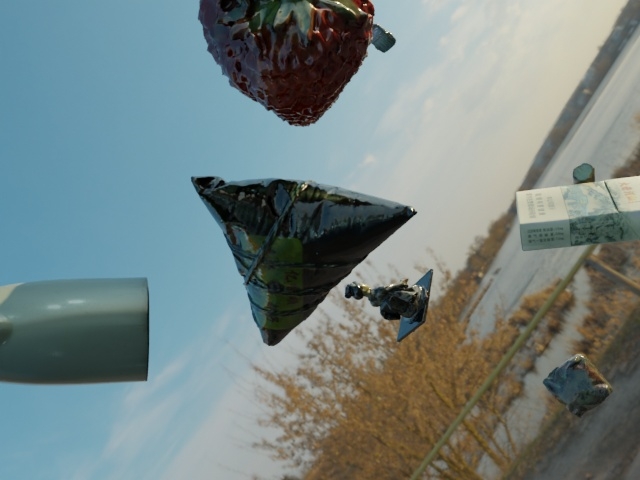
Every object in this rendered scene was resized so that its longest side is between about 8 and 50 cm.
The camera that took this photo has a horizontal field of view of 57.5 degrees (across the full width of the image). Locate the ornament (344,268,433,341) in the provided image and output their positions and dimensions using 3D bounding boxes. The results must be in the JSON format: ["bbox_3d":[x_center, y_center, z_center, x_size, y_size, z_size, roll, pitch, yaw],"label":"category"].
[{"bbox_3d":[0.157,0.130,1.449,0.166,0.196,0.153,123,164,-56],"label":"ornament"}]

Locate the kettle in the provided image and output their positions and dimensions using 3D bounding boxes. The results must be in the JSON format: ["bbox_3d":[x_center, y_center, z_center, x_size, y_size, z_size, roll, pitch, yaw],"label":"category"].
[{"bbox_3d":[-0.389,0.142,0.892,0.221,0.237,0.161,152,116,-68],"label":"kettle"}]

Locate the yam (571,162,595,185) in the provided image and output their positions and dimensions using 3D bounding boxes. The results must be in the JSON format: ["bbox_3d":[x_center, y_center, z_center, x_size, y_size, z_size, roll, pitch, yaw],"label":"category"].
[{"bbox_3d":[0.620,-0.111,1.374,0.061,0.061,0.274,-57,-31,0],"label":"yam"}]

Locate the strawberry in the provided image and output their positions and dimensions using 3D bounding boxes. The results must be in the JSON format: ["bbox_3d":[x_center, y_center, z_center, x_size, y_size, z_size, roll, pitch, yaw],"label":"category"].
[{"bbox_3d":[-0.054,-0.344,0.991,0.267,0.312,0.351,-35,-13,-4],"label":"strawberry"}]

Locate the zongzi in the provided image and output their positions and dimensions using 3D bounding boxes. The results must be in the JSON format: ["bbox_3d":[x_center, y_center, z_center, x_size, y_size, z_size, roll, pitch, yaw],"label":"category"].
[{"bbox_3d":[0.000,0.000,1.068,0.383,0.363,0.318,70,-152,-57],"label":"zongzi"}]

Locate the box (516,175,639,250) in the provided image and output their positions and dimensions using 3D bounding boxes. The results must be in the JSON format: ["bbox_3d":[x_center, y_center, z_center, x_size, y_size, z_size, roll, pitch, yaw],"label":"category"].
[{"bbox_3d":[0.539,-0.056,1.195,0.164,0.257,0.069,-64,-37,-58],"label":"box"}]

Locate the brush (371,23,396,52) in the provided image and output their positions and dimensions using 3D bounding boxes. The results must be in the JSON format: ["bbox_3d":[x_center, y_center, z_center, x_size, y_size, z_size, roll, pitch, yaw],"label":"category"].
[{"bbox_3d":[0.124,-0.599,1.619,0.070,0.196,0.021,-24,34,55],"label":"brush"}]

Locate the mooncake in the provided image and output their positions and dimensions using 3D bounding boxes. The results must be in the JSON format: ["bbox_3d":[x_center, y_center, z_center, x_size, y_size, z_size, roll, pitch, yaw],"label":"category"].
[{"bbox_3d":[0.623,0.352,1.413,0.073,0.125,0.130,-17,-33,-48],"label":"mooncake"}]
